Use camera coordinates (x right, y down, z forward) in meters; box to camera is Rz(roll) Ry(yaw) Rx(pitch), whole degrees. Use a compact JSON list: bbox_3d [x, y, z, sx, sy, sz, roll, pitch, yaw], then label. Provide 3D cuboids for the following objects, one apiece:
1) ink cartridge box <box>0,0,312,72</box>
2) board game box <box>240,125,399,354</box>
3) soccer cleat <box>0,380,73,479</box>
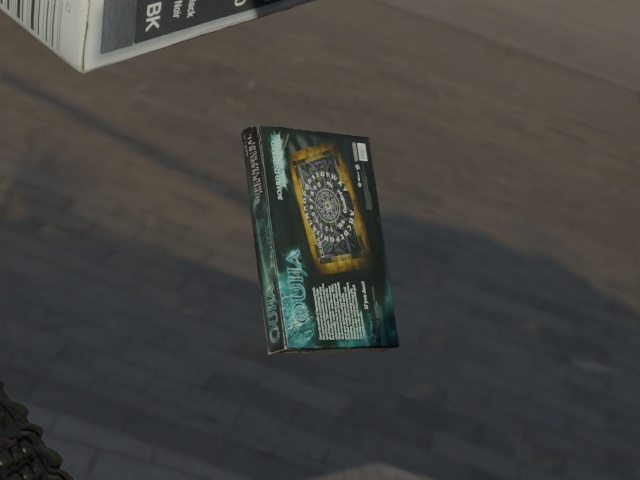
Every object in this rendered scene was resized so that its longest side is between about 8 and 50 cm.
[{"bbox_3d":[-0.088,-0.165,0.554,0.206,0.045,0.208,38,44,26],"label":"ink cartridge box"},{"bbox_3d":[0.000,0.000,1.019,0.126,0.186,0.026,3,-16,-40],"label":"board game box"},{"bbox_3d":[-0.175,0.227,0.681,0.116,0.318,0.108,-21,2,11],"label":"soccer cleat"}]
